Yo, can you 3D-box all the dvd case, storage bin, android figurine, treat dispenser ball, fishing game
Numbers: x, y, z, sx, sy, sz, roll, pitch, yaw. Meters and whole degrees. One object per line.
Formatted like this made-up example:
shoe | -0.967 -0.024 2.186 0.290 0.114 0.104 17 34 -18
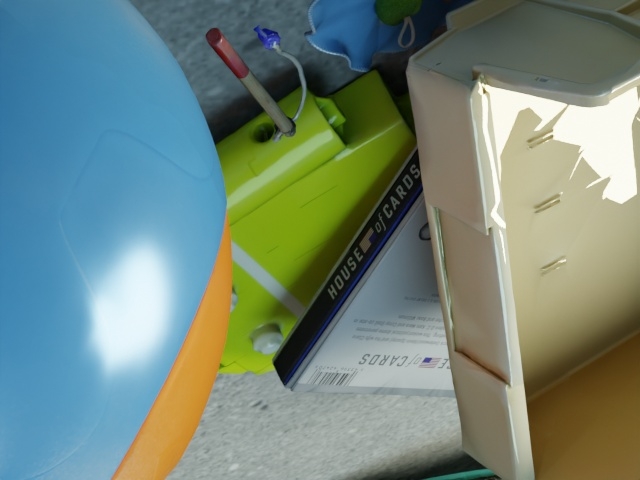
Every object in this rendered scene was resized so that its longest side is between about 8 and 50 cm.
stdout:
dvd case | 0.100 0.002 0.855 0.179 0.029 0.238 8 127 -40
storage bin | 0.190 -0.020 0.747 0.260 0.123 0.262 -28 126 -24
android figurine | 0.000 0.000 0.866 0.273 0.056 0.248 -31 146 7
treat dispenser ball | -0.177 0.008 0.558 0.288 0.288 0.288 -16 145 -12
fishing game | 0.073 -0.140 0.680 0.264 0.041 0.189 -38 162 1

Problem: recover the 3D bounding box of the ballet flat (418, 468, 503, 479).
ballet flat | 0.196 0.253 1.213 0.483 0.182 0.164 -17 146 -10
